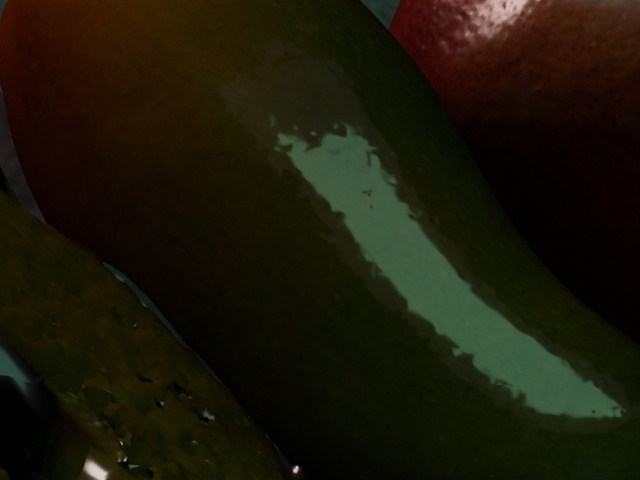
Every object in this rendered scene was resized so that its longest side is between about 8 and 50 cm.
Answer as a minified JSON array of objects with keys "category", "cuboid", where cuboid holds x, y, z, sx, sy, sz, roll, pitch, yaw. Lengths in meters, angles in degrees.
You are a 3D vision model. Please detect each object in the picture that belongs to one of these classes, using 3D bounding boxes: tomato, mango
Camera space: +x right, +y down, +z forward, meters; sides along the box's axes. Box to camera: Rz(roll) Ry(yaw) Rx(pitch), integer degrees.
[{"category":"tomato","cuboid":[0.096,-0.041,0.769,0.139,0.200,0.233,-19,51,-15]},{"category":"mango","cuboid":[-0.005,0.001,0.673,0.146,0.129,0.289,-22,62,-31]}]

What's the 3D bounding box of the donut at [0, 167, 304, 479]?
[{"category":"donut","cuboid":[-0.109,0.065,0.511,0.272,0.107,0.272,45,12,-13]}]
